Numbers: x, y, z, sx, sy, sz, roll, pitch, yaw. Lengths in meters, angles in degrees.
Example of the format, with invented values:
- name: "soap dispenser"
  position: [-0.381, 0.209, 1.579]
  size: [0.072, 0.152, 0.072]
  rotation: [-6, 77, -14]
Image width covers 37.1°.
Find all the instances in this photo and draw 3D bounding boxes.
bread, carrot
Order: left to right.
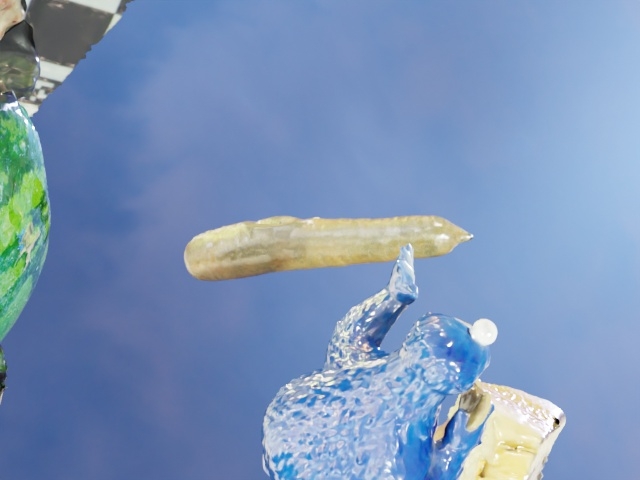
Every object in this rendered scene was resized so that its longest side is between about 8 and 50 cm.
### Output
- name: "carrot"
  position: [0.000, 0.001, 1.057]
  size: [0.070, 0.342, 0.070]
  rotation: [-6, -90, -65]
- name: "bread"
  position: [0.242, 0.298, 1.208]
  size: [0.224, 0.211, 0.183]
  rotation: [19, -84, -19]

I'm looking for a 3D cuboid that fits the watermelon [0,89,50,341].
- name: "watermelon"
  position: [-0.219, 0.004, 0.458]
  size: [0.128, 0.146, 0.231]
  rotation: [50, -144, 6]

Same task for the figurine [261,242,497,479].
- name: "figurine"
  position: [0.031, 0.136, 0.712]
  size: [0.121, 0.262, 0.164]
  rotation: [-1, -138, -40]

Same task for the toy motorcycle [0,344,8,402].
- name: "toy motorcycle"
  position: [-0.416, 0.109, 0.926]
  size: [0.125, 0.331, 0.196]
  rotation: [22, -120, -52]

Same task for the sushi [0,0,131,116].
- name: "sushi"
  position: [-0.272, -0.180, 0.639]
  size: [0.320, 0.339, 0.068]
  rotation: [26, -145, -44]
